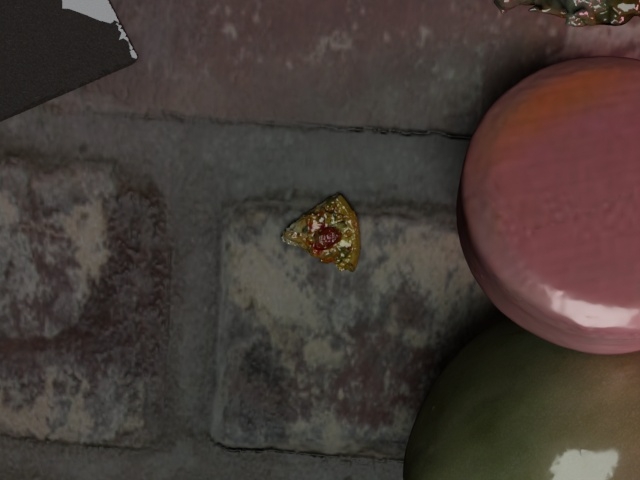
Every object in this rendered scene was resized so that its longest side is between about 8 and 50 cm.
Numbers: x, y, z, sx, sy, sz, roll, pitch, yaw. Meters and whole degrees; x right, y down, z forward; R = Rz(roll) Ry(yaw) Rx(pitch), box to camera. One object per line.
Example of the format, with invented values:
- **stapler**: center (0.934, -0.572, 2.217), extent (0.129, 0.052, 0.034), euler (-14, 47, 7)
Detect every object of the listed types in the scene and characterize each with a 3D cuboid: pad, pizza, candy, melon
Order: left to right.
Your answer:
- **pad**: center (-0.285, -0.182, 0.873), extent (0.211, 0.003, 0.143), euler (-19, 115, 12)
- **pizza**: center (0.000, 0.000, 0.942), extent (0.078, 0.025, 0.083), euler (-11, 117, 5)
- **melon**: center (0.219, 0.190, 0.906), extent (0.271, 0.272, 0.308), euler (23, 135, -9)
- **candy**: center (0.241, -0.030, 0.807), extent (0.255, 0.256, 0.094), euler (-1, 160, 3)

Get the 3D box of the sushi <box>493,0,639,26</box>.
- **sushi**: center (0.249, -0.222, 0.779), extent (0.226, 0.103, 0.097), euler (-20, 131, 14)
